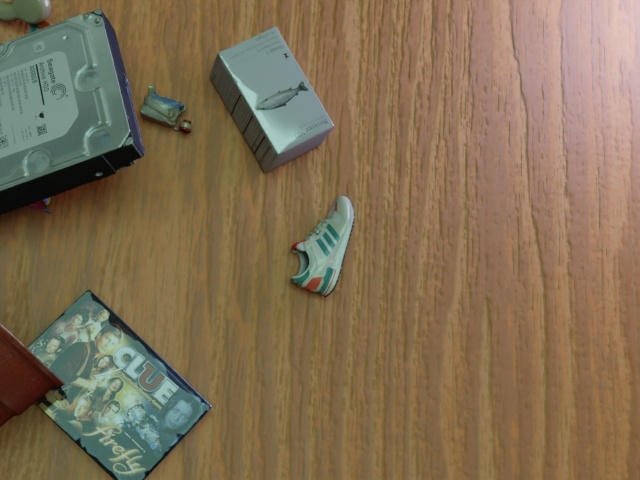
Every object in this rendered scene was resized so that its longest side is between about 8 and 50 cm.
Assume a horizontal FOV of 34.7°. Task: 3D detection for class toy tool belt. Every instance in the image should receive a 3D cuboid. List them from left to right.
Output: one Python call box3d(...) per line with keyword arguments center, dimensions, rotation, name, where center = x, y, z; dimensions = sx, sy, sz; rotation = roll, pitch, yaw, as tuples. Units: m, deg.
box3d(center=(-0.227, -0.199, 1.544), dimensions=(0.083, 0.052, 0.051), rotation=(19, 82, -9), name="toy tool belt")

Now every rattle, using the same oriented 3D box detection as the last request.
box3d(center=(-0.428, -0.372, 1.534), dimensions=(0.200, 0.143, 0.130), rotation=(44, 111, -3), name="rattle")

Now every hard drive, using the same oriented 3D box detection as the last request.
box3d(center=(-0.423, -0.158, 1.392), dimensions=(0.339, 0.064, 0.236), rotation=(-19, 64, 3), name="hard drive")

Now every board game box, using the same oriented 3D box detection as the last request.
box3d(center=(-0.296, 0.210, 1.433), dimensions=(0.243, 0.042, 0.165), rotation=(43, 71, -1), name="board game box")

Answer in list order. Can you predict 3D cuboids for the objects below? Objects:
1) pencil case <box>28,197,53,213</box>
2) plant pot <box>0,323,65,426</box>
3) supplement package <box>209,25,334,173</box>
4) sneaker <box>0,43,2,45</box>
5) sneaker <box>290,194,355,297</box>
box3d(center=(-0.387, -0.156, 1.471), dimensions=(0.104, 0.104, 0.236), rotation=(24, 72, -7), name="pencil case")
box3d(center=(-0.503, 0.182, 1.244), dimensions=(0.272, 0.272, 0.265), rotation=(42, 74, -1), name="plant pot")
box3d(center=(-0.076, -0.212, 1.554), dimensions=(0.105, 0.105, 0.179), rotation=(-29, 85, -19), name="supplement package")
box3d(center=(-0.584, -0.272, 1.466), dimensions=(0.267, 0.101, 0.106), rotation=(12, 94, -9), name="sneaker")
box3d(center=(0.000, 0.000, 1.547), dimensions=(0.075, 0.057, 0.161), rotation=(18, 76, -15), name="sneaker")
